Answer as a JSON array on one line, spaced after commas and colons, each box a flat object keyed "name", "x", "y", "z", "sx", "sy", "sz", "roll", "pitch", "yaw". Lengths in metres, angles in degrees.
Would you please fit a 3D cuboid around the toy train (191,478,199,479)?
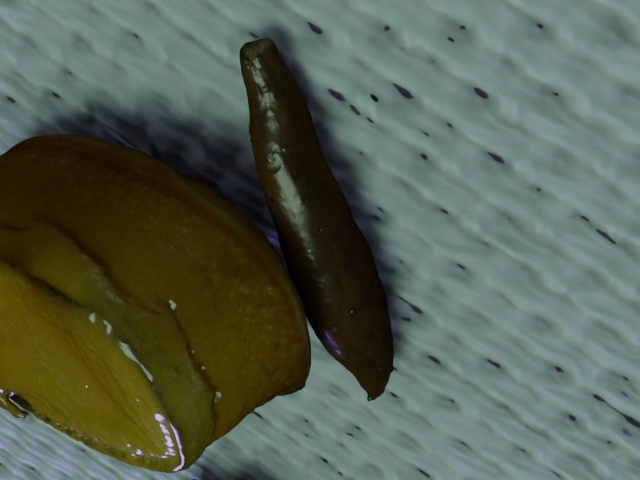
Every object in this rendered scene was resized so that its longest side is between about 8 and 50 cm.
[{"name": "toy train", "x": -0.097, "y": 0.321, "z": 1.006, "sx": 0.132, "sy": 0.188, "sz": 0.243, "roll": 21, "pitch": 136, "yaw": 11}]

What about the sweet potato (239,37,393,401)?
[{"name": "sweet potato", "x": 0.001, "y": 0.000, "z": 0.745, "sx": 0.057, "sy": 0.057, "sz": 0.264, "roll": 3, "pitch": 130, "yaw": 29}]

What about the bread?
[{"name": "bread", "x": -0.131, "y": 0.036, "z": 0.784, "sx": 0.269, "sy": 0.142, "sz": 0.195, "roll": 17, "pitch": 136, "yaw": 39}]
